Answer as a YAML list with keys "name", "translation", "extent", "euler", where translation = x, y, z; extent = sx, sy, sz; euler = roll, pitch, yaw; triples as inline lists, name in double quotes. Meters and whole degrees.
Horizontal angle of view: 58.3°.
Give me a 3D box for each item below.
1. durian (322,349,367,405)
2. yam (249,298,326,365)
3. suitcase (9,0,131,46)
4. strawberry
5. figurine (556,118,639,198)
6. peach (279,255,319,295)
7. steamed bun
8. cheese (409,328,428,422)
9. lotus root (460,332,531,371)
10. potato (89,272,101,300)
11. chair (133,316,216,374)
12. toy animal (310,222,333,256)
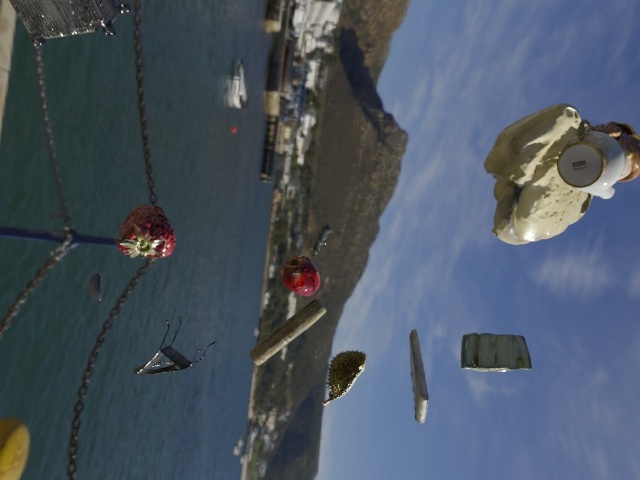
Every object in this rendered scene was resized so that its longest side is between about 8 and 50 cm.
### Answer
- name: "durian"
  translation: [0.060, 0.415, 1.756]
  extent: [0.208, 0.102, 0.146]
  euler: [-57, 176, 4]
- name: "yam"
  translation: [-0.114, 0.314, 1.968]
  extent: [0.071, 0.317, 0.067]
  euler: [53, 4, 27]
- name: "suitcase"
  translation: [-0.629, -0.645, 1.334]
  extent: [0.335, 0.230, 0.152]
  euler: [74, 16, -45]
- name: "strawberry"
  translation: [-0.585, -0.033, 1.947]
  extent: [0.184, 0.187, 0.201]
  euler: [48, 30, -46]
- name: "figurine"
  translation: [0.651, -0.192, 1.325]
  extent: [0.142, 0.263, 0.189]
  euler: [-1, -78, 47]
- name: "peach"
  translation: [-0.067, 0.137, 2.044]
  extent: [0.172, 0.127, 0.092]
  euler: [57, 4, -29]
- name: "steamed bun"
  translation: [0.578, -0.182, 1.567]
  extent: [0.230, 0.325, 0.372]
  euler: [25, -56, 60]
- name: "cheese"
  translation: [0.276, 0.371, 1.633]
  extent: [0.400, 0.034, 0.085]
  euler: [-73, 168, -74]
- name: "lotus root"
  translation: [0.556, 0.366, 1.868]
  extent: [0.138, 0.235, 0.118]
  euler: [127, -34, -72]
- name: "potato"
  translation: [-0.769, 0.160, 1.956]
  extent: [0.036, 0.037, 0.093]
  euler: [-26, -113, 59]
- name: "chair"
  translation: [-0.462, 0.360, 1.780]
  extent: [0.213, 0.149, 0.174]
  euler: [-50, 174, 3]
- name: "toy animal"
  translation: [0.000, 0.000, 2.155]
  extent: [0.135, 0.047, 0.065]
  euler: [-61, 168, 11]
